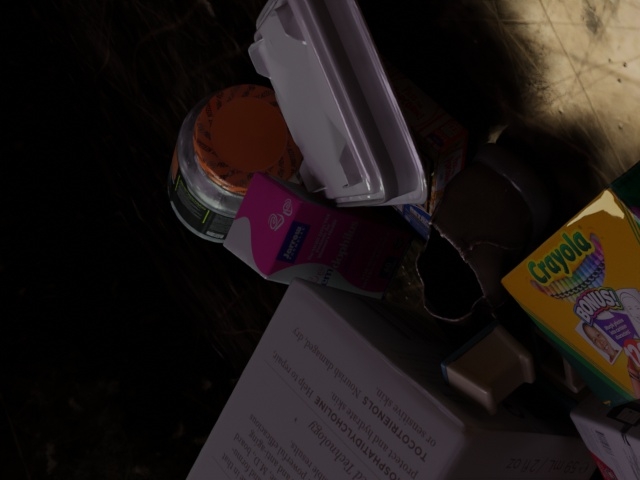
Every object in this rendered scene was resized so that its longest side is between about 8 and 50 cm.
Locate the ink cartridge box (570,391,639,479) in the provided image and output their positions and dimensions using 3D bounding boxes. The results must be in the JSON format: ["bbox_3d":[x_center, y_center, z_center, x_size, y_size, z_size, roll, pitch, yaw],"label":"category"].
[{"bbox_3d":[0.355,0.227,1.025,0.109,0.063,0.150,60,162,-18],"label":"ink cartridge box"}]

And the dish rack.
[{"bbox_3d":[0.001,-0.158,1.085,0.286,0.072,0.333,66,171,-6],"label":"dish rack"}]

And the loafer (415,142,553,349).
[{"bbox_3d":[0.155,0.034,1.072,0.134,0.130,0.366,46,162,27],"label":"loafer"}]

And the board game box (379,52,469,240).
[{"bbox_3d":[0.099,-0.101,1.108,0.147,0.045,0.193,47,162,24],"label":"board game box"}]

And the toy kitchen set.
[{"bbox_3d":[0.214,0.152,1.082,0.122,0.166,0.207,38,157,43],"label":"toy kitchen set"}]

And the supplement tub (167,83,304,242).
[{"bbox_3d":[-0.127,-0.113,1.451,0.194,0.193,0.316,54,164,0],"label":"supplement tub"}]

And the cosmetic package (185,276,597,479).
[{"bbox_3d":[0.075,0.313,1.209,0.329,0.394,0.327,15,-163,-46],"label":"cosmetic package"}]

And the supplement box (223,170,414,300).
[{"bbox_3d":[0.000,0.000,1.276,0.220,0.111,0.114,15,-166,-41],"label":"supplement box"}]

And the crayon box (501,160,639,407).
[{"bbox_3d":[0.276,0.040,0.834,0.165,0.081,0.278,51,164,10],"label":"crayon box"}]
